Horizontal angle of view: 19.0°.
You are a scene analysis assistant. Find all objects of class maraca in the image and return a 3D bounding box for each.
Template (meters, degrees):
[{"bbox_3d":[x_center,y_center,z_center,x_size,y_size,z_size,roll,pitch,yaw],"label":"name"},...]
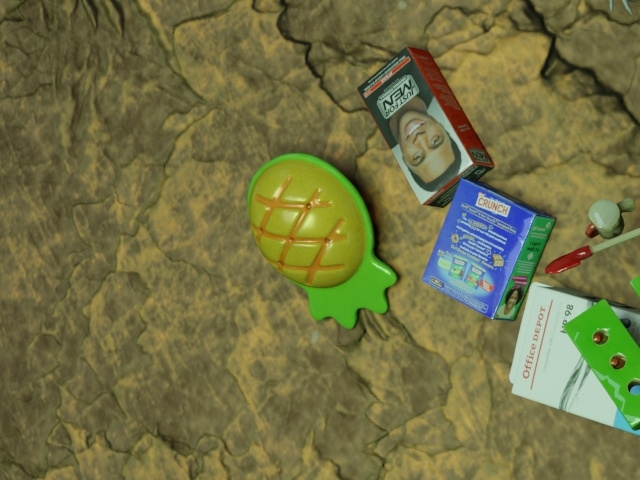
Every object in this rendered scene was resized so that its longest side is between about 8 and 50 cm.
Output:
[{"bbox_3d":[0.000,0.000,1.876,0.127,0.099,0.185,-27,98,34],"label":"maraca"}]

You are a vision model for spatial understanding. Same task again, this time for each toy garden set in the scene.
[{"bbox_3d":[0.315,0.017,1.627,0.244,0.049,0.204,-33,65,3],"label":"toy garden set"}]

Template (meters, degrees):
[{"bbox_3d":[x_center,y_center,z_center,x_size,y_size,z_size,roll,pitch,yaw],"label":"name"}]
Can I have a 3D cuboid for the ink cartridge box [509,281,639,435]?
[{"bbox_3d":[0.240,0.104,1.712,0.180,0.060,0.104,16,96,36],"label":"ink cartridge box"}]

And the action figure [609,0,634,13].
[{"bbox_3d":[0.263,-0.342,1.706,0.185,0.099,0.285,-5,87,29],"label":"action figure"}]

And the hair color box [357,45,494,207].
[{"bbox_3d":[0.100,-0.109,1.839,0.072,0.043,0.141,-40,66,26],"label":"hair color box"}]

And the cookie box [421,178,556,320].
[{"bbox_3d":[0.157,0.008,1.791,0.092,0.040,0.107,29,104,34],"label":"cookie box"}]
